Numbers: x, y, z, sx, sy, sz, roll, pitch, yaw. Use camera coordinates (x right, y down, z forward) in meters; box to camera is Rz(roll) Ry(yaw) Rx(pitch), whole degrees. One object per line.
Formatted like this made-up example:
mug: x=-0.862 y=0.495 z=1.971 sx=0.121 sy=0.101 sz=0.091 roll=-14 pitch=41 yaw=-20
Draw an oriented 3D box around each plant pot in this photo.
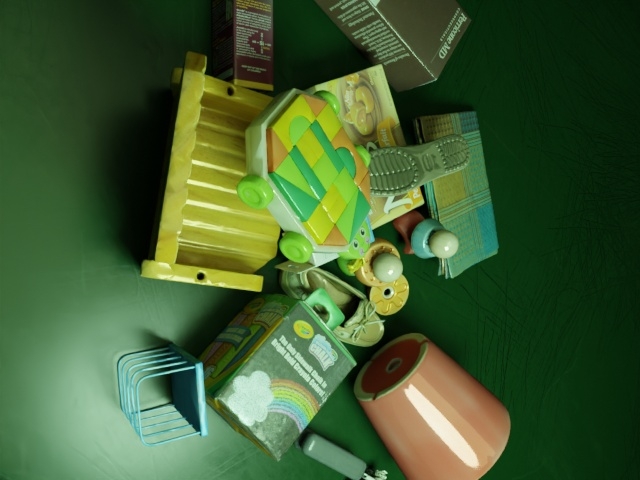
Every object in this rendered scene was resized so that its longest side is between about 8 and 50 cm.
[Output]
plant pot: x=0.219 y=0.348 z=1.196 sx=0.275 sy=0.275 sz=0.243 roll=-44 pitch=102 yaw=-24

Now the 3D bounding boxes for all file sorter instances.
file sorter: x=-0.265 y=0.250 z=0.931 sx=0.105 sy=0.170 sz=0.118 roll=-5 pitch=94 yaw=-28

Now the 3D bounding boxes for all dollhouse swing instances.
dollhouse swing: x=-0.137 y=-0.095 z=0.927 sx=0.315 sy=0.305 sz=0.346 roll=11 pitch=84 yaw=-32

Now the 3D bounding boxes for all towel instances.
towel: x=0.329 y=-0.119 z=1.348 sx=0.272 sy=0.040 sz=0.369 roll=-18 pitch=99 yaw=-45

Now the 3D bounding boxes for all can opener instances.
can opener: x=0.053 y=0.487 z=1.190 sx=0.280 sy=0.074 sz=0.093 roll=43 pitch=70 yaw=-25

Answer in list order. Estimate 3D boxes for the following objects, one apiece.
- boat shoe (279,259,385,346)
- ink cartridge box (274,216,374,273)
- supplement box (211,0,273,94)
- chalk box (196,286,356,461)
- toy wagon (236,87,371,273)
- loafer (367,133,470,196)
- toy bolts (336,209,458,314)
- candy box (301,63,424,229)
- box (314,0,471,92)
boat shoe: x=0.039 y=0.139 z=1.166 sx=0.285 sy=0.089 sz=0.104 roll=36 pitch=72 yaw=-27
ink cartridge box: x=0.000 y=0.000 z=1.103 sx=0.181 sy=0.104 sz=0.061 roll=-23 pitch=106 yaw=-29
supplement box: x=-0.144 y=-0.361 z=1.035 sx=0.081 sy=0.104 sz=0.188 roll=0 pitch=91 yaw=-33
chalk box: x=-0.076 y=0.215 z=1.046 sx=0.289 sy=0.179 sz=0.180 roll=-47 pitch=113 yaw=-24
toy wagon: x=0.008 y=-0.085 z=0.968 sx=0.344 sy=0.068 sz=0.267 roll=55 pitch=48 yaw=-27
loafer: x=0.172 y=-0.146 z=1.144 sx=0.269 sy=0.092 sz=0.101 roll=-14 pitch=91 yaw=-15
toy bolts: x=0.188 y=0.055 z=1.192 sx=0.229 sy=0.158 sz=0.218 roll=-36 pitch=115 yaw=-15
candy box: x=0.088 y=-0.190 z=1.193 sx=0.183 sy=0.088 sz=0.316 roll=-27 pitch=105 yaw=-29
box: x=0.126 y=-0.518 z=1.185 sx=0.381 sy=0.143 sz=0.191 roll=40 pitch=70 yaw=-28
